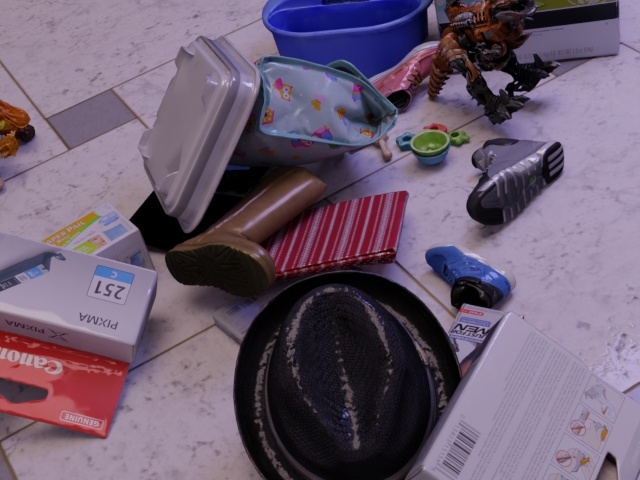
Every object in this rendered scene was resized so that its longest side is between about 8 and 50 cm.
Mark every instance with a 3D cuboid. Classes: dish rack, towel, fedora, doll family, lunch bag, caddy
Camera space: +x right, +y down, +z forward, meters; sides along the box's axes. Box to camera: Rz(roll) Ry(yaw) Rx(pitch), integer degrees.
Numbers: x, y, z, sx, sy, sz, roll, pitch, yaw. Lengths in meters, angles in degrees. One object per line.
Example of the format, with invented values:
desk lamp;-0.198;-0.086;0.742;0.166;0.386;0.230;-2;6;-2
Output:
dish rack;-0.214;-0.191;1.887;0.072;0.286;0.333;19;15;-23
towel;0.000;0.000;1.813;0.274;0.031;0.199;-12;29;17
fedora;0.029;0.177;1.447;0.334;0.152;0.334;-3;68;6
doll family;-0.645;-0.190;2.220;0.163;0.118;0.263;-3;40;14
lunch bag;-0.028;-0.204;1.926;0.262;0.160;0.223;3;-11;-27
caddy;0.058;-0.433;2.243;0.341;0.179;0.241;-3;40;15

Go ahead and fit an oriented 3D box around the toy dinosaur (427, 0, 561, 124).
toy dinosaur;0.284;-0.328;1.989;0.164;0.218;0.322;-46;4;-10

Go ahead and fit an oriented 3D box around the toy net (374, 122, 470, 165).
toy net;0.139;-0.190;2.030;0.232;0.045;0.122;17;49;33

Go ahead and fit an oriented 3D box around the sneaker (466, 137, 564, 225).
sneaker;0.280;-0.102;1.863;0.228;0.086;0.132;-31;36;-34

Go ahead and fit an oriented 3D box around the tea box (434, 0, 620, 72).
tea box;0.371;-0.513;2.123;0.329;0.324;0.220;-6;40;12

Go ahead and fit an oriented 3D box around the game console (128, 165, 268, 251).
game console;-0.172;-0.104;2.029;0.213;0.044;0.361;8;44;26

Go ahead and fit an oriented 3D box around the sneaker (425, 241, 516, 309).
sneaker;0.203;0.057;1.704;0.152;0.058;0.084;25;45;30

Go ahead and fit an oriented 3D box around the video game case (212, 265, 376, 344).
video game case;-0.017;0.105;1.744;0.227;0.026;0.206;-33;42;-23

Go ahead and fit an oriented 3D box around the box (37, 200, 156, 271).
box;-0.390;0.045;1.871;0.203;0.103;0.114;-33;43;-21

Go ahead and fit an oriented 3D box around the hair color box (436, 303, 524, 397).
hair color box;0.210;0.166;1.577;0.093;0.053;0.167;10;46;26

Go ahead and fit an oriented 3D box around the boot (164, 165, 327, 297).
boot;-0.083;-0.027;1.791;0.236;0.089;0.269;8;37;43

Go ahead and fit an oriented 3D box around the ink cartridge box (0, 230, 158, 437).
ink cartridge box;-0.414;0.128;1.691;0.296;0.066;0.261;14;53;-2

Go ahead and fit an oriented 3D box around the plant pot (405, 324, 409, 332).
plant pot;0.070;0.144;1.612;0.109;0.096;0.109;-15;39;1

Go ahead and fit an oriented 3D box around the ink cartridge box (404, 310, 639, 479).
ink cartridge box;0.266;0.255;1.416;0.239;0.060;0.275;36;53;1

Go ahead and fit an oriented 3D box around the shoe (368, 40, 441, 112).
shoe;0.166;-0.293;2.118;0.178;0.063;0.081;-30;42;7
